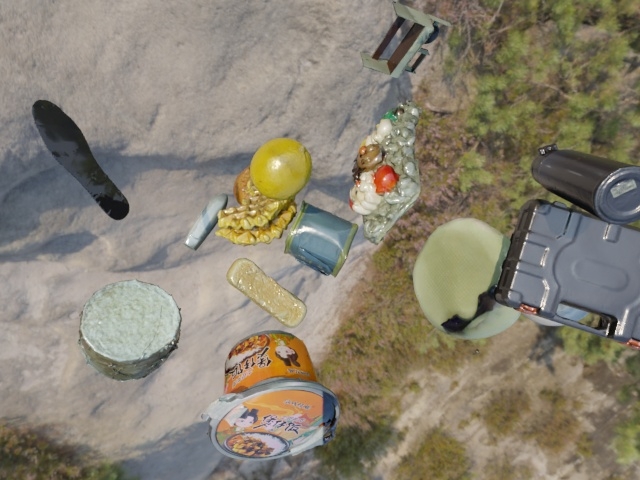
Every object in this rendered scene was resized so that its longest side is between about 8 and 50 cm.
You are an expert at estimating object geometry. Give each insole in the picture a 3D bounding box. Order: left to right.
[{"bbox_3d":[-0.621,-0.200,1.088,0.009,0.119,0.348,-12,124,25],"label":"insole"}]

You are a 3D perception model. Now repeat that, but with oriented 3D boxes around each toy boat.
[{"bbox_3d":[-0.447,-0.079,1.643,0.260,0.078,0.085,-60,-174,-14],"label":"toy boat"}]

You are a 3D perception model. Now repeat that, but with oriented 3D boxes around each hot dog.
[{"bbox_3d":[-0.145,0.141,1.117,0.243,0.073,0.084,39,74,-12],"label":"hot dog"}]

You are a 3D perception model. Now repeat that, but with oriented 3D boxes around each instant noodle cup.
[{"bbox_3d":[-0.070,0.212,0.602,0.178,0.125,0.208,-31,129,9],"label":"instant noodle cup"}]

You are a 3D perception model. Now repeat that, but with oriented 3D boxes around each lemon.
[{"bbox_3d":[-0.114,-0.213,1.232,0.179,0.178,0.203,9,143,-44],"label":"lemon"}]

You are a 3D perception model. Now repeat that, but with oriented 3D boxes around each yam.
[{"bbox_3d":[-0.481,0.229,1.047,0.241,0.240,0.348,-14,166,-29],"label":"yam"}]

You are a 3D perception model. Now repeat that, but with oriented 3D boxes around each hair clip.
[{"bbox_3d":[0.103,-0.139,0.698,0.091,0.321,0.138,26,131,-12],"label":"hair clip"}]

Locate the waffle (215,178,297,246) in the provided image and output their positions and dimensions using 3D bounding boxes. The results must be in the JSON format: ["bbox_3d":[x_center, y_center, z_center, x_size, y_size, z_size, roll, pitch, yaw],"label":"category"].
[{"bbox_3d":[-0.231,-0.110,1.576,0.324,0.262,0.151,-64,152,-46],"label":"waffle"}]

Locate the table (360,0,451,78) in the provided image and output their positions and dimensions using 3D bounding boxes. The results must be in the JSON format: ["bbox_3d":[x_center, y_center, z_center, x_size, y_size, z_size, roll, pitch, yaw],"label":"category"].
[{"bbox_3d":[0.209,-0.472,1.004,0.176,0.062,0.146,5,150,-26],"label":"table"}]

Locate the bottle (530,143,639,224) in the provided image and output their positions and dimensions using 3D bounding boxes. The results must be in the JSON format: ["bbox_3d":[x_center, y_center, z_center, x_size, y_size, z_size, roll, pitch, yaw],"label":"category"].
[{"bbox_3d":[0.376,-0.087,0.601,0.072,0.244,0.082,-19,106,13],"label":"bottle"}]

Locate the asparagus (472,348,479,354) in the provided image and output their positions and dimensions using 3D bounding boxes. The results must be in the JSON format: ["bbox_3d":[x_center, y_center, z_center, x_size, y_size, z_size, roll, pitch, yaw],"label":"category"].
[{"bbox_3d":[0.408,0.294,1.090,0.016,0.013,0.166,-48,156,-2],"label":"asparagus"}]

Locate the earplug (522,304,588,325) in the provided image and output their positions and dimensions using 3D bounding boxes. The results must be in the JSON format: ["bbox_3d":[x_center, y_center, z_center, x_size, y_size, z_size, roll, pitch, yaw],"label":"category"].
[{"bbox_3d":[0.671,0.088,1.130,0.326,0.214,0.175,-38,156,-3],"label":"earplug"}]

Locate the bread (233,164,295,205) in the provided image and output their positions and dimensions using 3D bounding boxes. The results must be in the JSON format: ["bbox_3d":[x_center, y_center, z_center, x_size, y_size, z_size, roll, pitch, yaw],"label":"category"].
[{"bbox_3d":[-0.266,-0.248,2.024,0.312,0.312,0.172,-30,154,-14],"label":"bread"}]

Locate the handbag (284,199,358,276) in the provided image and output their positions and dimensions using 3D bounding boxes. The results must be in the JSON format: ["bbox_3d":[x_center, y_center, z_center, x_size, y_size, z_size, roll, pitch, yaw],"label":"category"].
[{"bbox_3d":[0.000,0.000,1.626,0.263,0.241,0.222,103,10,-71],"label":"handbag"}]

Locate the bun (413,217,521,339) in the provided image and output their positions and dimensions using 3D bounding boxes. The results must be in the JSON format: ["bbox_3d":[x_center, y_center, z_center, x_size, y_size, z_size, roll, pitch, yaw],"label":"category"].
[{"bbox_3d":[0.376,0.092,1.005,0.187,0.293,0.293,6,122,-34],"label":"bun"}]

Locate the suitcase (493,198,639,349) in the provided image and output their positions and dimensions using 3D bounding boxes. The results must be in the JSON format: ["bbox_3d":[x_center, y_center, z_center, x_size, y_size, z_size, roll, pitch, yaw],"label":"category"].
[{"bbox_3d":[0.474,0.059,0.727,0.066,0.286,0.206,32,76,-82],"label":"suitcase"}]
